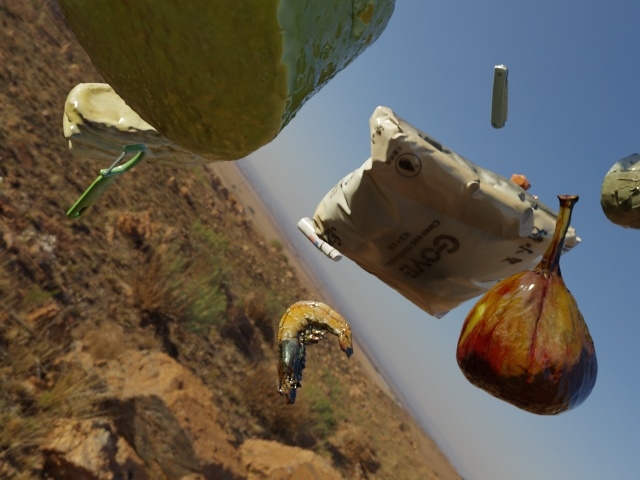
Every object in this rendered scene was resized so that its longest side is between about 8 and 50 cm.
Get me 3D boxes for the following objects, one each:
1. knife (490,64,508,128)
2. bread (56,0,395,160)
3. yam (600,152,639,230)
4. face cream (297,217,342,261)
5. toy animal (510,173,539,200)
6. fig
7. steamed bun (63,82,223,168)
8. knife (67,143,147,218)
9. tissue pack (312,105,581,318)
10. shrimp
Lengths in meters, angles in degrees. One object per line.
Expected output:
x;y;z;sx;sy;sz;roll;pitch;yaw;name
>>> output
0.457;-0.361;1.489;0.044;0.023;0.162;19;-52;37;knife
-0.094;-0.289;0.649;0.348;0.308;0.348;28;-42;28;bread
0.569;-0.075;0.865;0.154;0.154;0.254;55;-20;-18;yam
0.000;0.000;1.264;0.130;0.034;0.034;45;-7;34;face cream
0.505;-0.084;1.779;0.195;0.281;0.169;62;-19;7;toy animal
0.278;0.091;0.811;0.190;0.191;0.290;70;14;-86;fig
-0.394;-0.258;1.344;0.428;0.189;0.247;-6;60;-41;steamed bun
-0.293;-0.079;0.806;0.054;0.212;0.015;-27;87;-50;knife
0.196;-0.037;1.053;0.390;0.195;0.375;30;-31;-7;tissue pack
-0.020;0.313;1.606;0.222;0.290;0.054;8;-8;18;shrimp
